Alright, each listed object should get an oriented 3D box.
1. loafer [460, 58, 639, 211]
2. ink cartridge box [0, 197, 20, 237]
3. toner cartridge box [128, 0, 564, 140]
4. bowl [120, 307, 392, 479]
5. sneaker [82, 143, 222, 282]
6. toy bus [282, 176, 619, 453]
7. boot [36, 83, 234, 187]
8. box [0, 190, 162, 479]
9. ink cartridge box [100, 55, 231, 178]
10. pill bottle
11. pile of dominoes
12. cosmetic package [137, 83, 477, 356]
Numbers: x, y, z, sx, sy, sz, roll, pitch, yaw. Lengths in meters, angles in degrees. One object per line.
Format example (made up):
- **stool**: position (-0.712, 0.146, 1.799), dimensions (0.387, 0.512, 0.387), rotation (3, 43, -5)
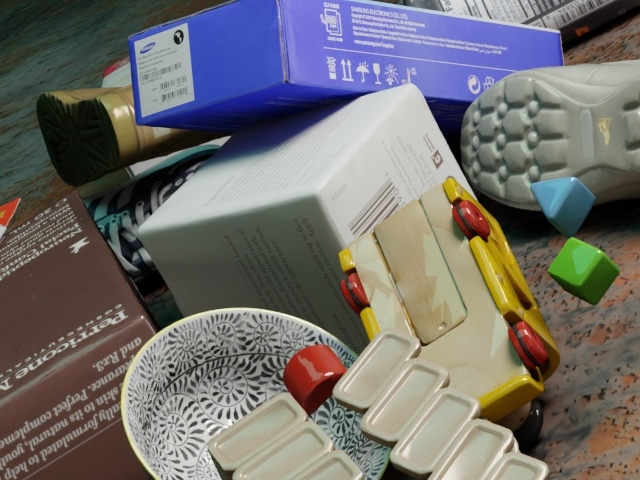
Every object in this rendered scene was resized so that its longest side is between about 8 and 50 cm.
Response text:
- **loafer**: position (0.222, -0.076, 1.290), dimensions (0.111, 0.112, 0.319), rotation (0, 0, -34)
- **ink cartridge box**: position (-0.340, 0.013, 1.522), dimensions (0.145, 0.045, 0.179), rotation (-24, 23, 15)
- **toner cartridge box**: position (0.031, -0.132, 1.435), dimensions (0.165, 0.075, 0.348), rotation (-10, -7, 41)
- **bowl**: position (-0.045, 0.131, 1.130), dimensions (0.170, 0.080, 0.170), rotation (8, 46, -8)
- **sneaker**: position (-0.165, 0.002, 1.618), dimensions (0.282, 0.099, 0.153), rotation (-33, 18, -17)
- **toy bus**: position (0.093, 0.065, 1.096), dimensions (0.191, 0.104, 0.202), rotation (11, 71, 40)
- **boot**: position (-0.101, -0.123, 1.644), dimensions (0.269, 0.089, 0.236), rotation (-18, 13, -26)
- **box**: position (-0.213, 0.103, 1.388), dimensions (0.191, 0.143, 0.381), rotation (-32, 22, -6)
- **ink cartridge box**: position (-0.145, -0.131, 1.863), dimensions (0.128, 0.127, 0.176), rotation (-27, 20, 7)
- **pill bottle**: position (0.162, -0.221, 1.652), dimensions (0.246, 0.130, 0.130), rotation (-26, 20, 10)
- **pile of dominoes**: position (0.033, 0.171, 0.968), dimensions (0.196, 0.040, 0.251), rotation (-33, 44, -13)
- **cosmetic package**: position (0.000, 0.000, 1.316), dimensions (0.184, 0.151, 0.151), rotation (-10, 28, 41)
